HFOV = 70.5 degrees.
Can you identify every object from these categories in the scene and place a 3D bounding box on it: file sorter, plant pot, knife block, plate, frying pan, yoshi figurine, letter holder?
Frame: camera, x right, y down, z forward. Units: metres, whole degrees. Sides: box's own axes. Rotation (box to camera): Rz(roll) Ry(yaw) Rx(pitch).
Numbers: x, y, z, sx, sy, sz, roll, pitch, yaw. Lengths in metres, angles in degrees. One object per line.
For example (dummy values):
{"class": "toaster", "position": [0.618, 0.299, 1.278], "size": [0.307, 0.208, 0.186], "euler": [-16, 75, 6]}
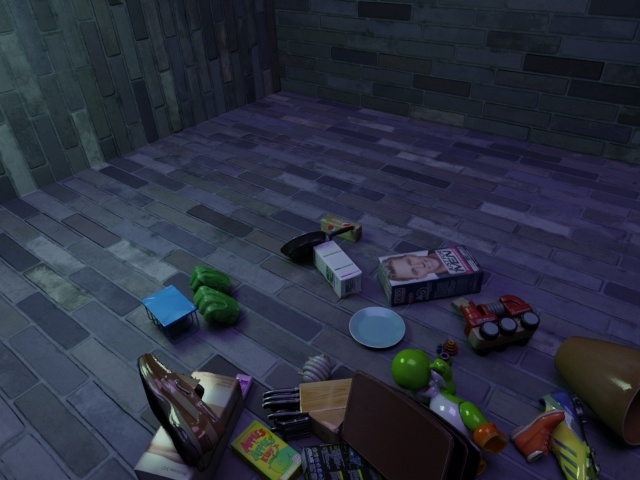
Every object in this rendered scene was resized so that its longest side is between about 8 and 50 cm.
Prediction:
{"class": "file sorter", "position": [-0.512, 0.256, 1.557], "size": [0.118, 0.104, 0.170], "euler": [-29, 44, -33]}
{"class": "plant pot", "position": [0.783, 0.372, 1.233], "size": [0.237, 0.237, 0.254], "euler": [-17, 24, -19]}
{"class": "knife block", "position": [-0.014, 0.447, 1.269], "size": [0.242, 0.088, 0.275], "euler": [25, 44, 32]}
{"class": "plate", "position": [0.190, 0.296, 1.526], "size": [0.188, 0.024, 0.188], "euler": [-1, 36, 1]}
{"class": "frying pan", "position": [-0.019, 0.014, 1.864], "size": [0.326, 0.197, 0.053], "euler": [-5, 66, -43]}
{"class": "yoshi figurine", "position": [0.300, 0.422, 1.202], "size": [0.203, 0.203, 0.362], "euler": [-20, 35, -12]}
{"class": "letter holder", "position": [0.214, 0.442, 1.076], "size": [0.152, 0.214, 0.302], "euler": [-3, 18, -39]}

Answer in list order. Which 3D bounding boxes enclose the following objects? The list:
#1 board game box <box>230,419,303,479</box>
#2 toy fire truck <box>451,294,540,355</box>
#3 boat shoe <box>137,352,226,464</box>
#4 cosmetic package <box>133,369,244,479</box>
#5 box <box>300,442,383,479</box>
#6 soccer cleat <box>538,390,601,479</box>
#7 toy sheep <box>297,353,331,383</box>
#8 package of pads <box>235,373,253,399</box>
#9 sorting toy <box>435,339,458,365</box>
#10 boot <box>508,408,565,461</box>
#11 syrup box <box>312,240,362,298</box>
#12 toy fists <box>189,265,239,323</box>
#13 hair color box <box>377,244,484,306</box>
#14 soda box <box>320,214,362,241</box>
{"class": "board game box", "position": [-0.135, 0.553, 1.167], "size": [0.181, 0.043, 0.092], "euler": [24, 43, 32]}
{"class": "toy fire truck", "position": [0.553, 0.241, 1.498], "size": [0.217, 0.158, 0.246], "euler": [-11, 47, -11]}
{"class": "boat shoe", "position": [-0.347, 0.399, 1.127], "size": [0.120, 0.123, 0.324], "euler": [-23, 47, -34]}
{"class": "cosmetic package", "position": [-0.326, 0.502, 1.178], "size": [0.153, 0.129, 0.296], "euler": [7, 37, 12]}
{"class": "box", "position": [0.059, 0.580, 1.082], "size": [0.184, 0.045, 0.191], "euler": [6, 32, -19]}
{"class": "soccer cleat", "position": [0.623, 0.520, 1.152], "size": [0.121, 0.093, 0.289], "euler": [-21, 31, 29]}
{"class": "toy sheep", "position": [-0.015, 0.393, 1.353], "size": [0.091, 0.091, 0.132], "euler": [17, 54, 26]}
{"class": "package of pads", "position": [-0.237, 0.438, 1.346], "size": [0.050, 0.032, 0.083], "euler": [6, 36, 14]}
{"class": "sorting toy", "position": [0.395, 0.346, 1.425], "size": [0.061, 0.042, 0.102], "euler": [19, 41, 27]}
{"class": "boot", "position": [0.565, 0.491, 1.143], "size": [0.059, 0.158, 0.085], "euler": [25, 26, -34]}
{"class": "syrup box", "position": [0.062, 0.107, 1.739], "size": [0.096, 0.093, 0.237], "euler": [-17, 38, -19]}
{"class": "toy fists", "position": [-0.391, 0.189, 1.612], "size": [0.096, 0.142, 0.279], "euler": [-48, 37, 13]}
{"class": "hair color box", "position": [0.402, 0.126, 1.682], "size": [0.347, 0.105, 0.174], "euler": [-9, 35, -7]}
{"class": "soda box", "position": [0.091, -0.054, 1.991], "size": [0.181, 0.061, 0.058], "euler": [20, 41, 28]}
